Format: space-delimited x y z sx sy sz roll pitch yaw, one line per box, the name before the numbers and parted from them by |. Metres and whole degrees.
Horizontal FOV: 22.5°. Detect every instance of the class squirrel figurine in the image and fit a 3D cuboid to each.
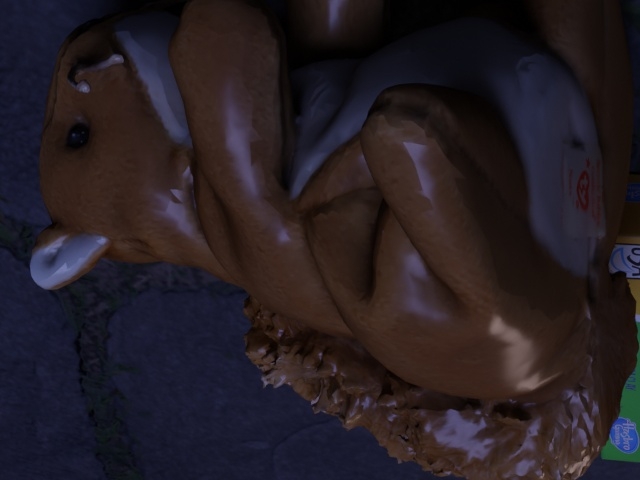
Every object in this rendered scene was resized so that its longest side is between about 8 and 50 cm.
squirrel figurine | 0.000 0.000 1.025 0.370 0.281 0.397 -1 129 30

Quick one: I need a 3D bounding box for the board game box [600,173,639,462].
board game box | 0.352 0.068 1.115 0.316 0.064 0.242 3 135 16
